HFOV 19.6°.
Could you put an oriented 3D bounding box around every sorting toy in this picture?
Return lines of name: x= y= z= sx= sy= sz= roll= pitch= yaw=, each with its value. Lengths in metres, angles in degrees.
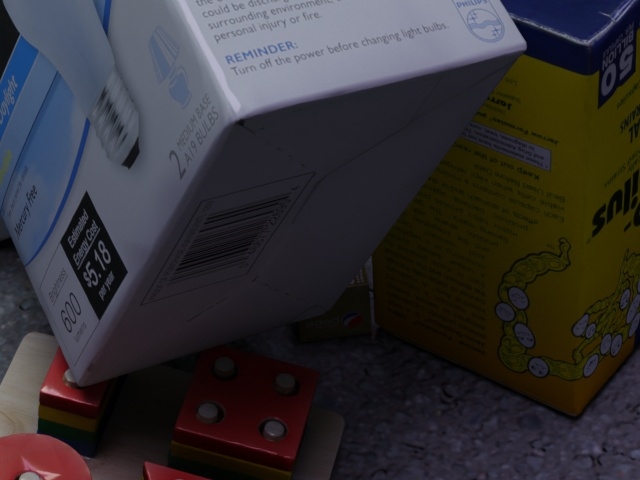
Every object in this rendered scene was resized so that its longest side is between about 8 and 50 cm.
sorting toy: x=-0.127 y=0.171 z=1.322 sx=0.257 sy=0.089 sz=0.255 roll=15 pitch=44 yaw=3

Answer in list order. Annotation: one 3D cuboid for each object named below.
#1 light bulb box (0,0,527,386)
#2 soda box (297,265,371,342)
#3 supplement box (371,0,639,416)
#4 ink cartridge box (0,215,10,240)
light bulb box: x=-0.097 y=-0.154 z=1.282 sx=0.225 sy=0.358 sz=0.361 roll=-15 pitch=66 yaw=-32
soda box: x=0.000 y=0.000 z=1.561 sx=0.061 sy=0.058 sz=0.181 roll=-8 pitch=42 yaw=-3
supplement box: x=0.166 y=-0.079 z=1.412 sx=0.195 sy=0.356 sz=0.194 roll=24 pitch=49 yaw=29
ink cartridge box: x=-0.242 y=-0.161 z=1.659 sx=0.226 sy=0.131 sz=0.306 roll=-19 pitch=42 yaw=15
